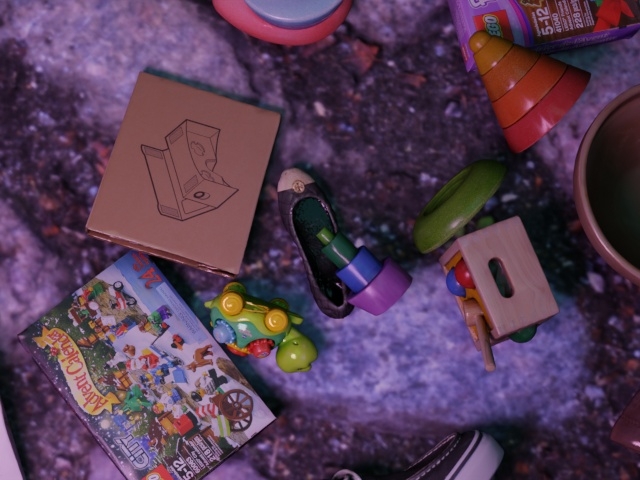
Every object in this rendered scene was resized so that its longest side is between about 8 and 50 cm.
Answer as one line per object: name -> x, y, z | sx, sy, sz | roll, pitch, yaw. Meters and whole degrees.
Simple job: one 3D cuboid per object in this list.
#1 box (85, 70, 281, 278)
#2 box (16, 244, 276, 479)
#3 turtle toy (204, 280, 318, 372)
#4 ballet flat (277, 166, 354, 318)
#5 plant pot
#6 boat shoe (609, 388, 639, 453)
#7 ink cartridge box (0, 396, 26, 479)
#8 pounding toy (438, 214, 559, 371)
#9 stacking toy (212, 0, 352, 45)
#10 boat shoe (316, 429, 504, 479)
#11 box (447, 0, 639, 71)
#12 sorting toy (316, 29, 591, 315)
box -> -0.141, -0.071, 1.741 | 0.164, 0.021, 0.201 | 17, 62, -3
box -> -0.179, 0.144, 1.700 | 0.159, 0.044, 0.233 | -38, 84, -13
turtle toy -> -0.061, 0.092, 1.708 | 0.130, 0.095, 0.066 | 22, 96, -2
ballet flat -> 0.000, 0.000, 1.750 | 0.057, 0.049, 0.173 | -19, 80, -11
plant pot -> 0.380, -0.049, 1.776 | 0.237, 0.110, 0.237 | 1, 78, -6
boat shoe -> 0.456, 0.273, 1.715 | 0.342, 0.123, 0.123 | 37, 84, 6
ink cartridge box -> -0.447, 0.258, 1.620 | 0.308, 0.091, 0.385 | -18, 79, -10
pounding toy -> 0.180, 0.063, 1.716 | 0.100, 0.130, 0.141 | -20, 81, -11
stacking toy -> -0.039, -0.388, 1.763 | 0.279, 0.130, 0.309 | 31, 82, 7
boat shoe -> 0.034, 0.287, 1.653 | 0.335, 0.121, 0.119 | -39, 89, -11
box -> 0.226, -0.351, 1.851 | 0.201, 0.057, 0.293 | -13, 79, -8
sorting toy -> 0.127, -0.089, 1.735 | 0.126, 0.127, 0.365 | 45, 75, -8
